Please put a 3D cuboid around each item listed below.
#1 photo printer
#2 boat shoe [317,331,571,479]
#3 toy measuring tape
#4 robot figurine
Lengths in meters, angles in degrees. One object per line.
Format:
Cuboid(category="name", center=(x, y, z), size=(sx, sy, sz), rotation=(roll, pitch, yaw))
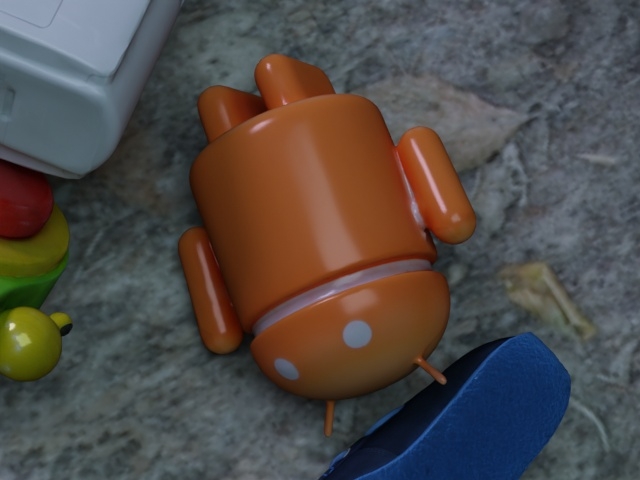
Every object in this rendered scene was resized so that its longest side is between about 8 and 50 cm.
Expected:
Cuboid(category="photo printer", center=(-0.195, -0.199, 1.047), size=(0.256, 0.107, 0.307), rotation=(20, 46, -4))
Cuboid(category="boat shoe", center=(0.048, 0.160, 1.036), size=(0.258, 0.089, 0.109), rotation=(-36, 95, -25))
Cuboid(category="toy measuring tape", center=(-0.241, -0.042, 1.042), size=(0.121, 0.121, 0.330), rotation=(-32, 64, -19))
Cuboid(category="robot figurine", center=(0.001, -0.001, 1.052), size=(0.158, 0.128, 0.219), rotation=(-17, 77, -16))
